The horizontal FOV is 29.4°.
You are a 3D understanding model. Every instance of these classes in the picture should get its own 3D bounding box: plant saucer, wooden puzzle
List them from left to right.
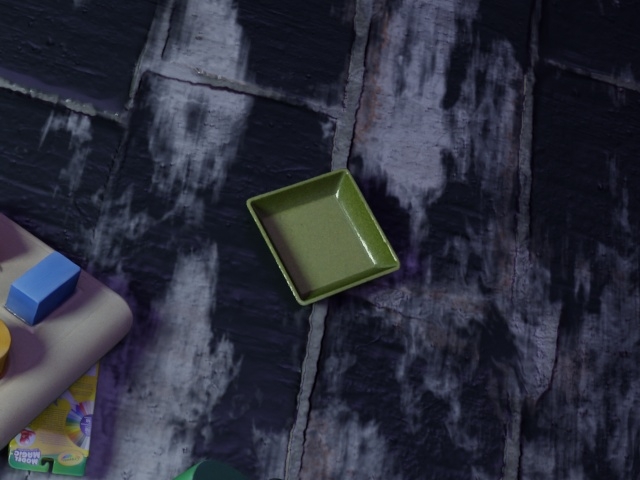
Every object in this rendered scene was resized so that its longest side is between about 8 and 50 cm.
[{"bbox_3d":[-0.453,0.068,1.579,0.348,0.080,0.322,37,40,6],"label":"wooden puzzle"},{"bbox_3d":[0.000,0.000,1.866,0.188,0.045,0.188,-20,71,-28],"label":"plant saucer"}]

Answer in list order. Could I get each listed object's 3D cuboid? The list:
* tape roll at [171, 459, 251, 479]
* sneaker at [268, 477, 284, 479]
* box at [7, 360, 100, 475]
[{"bbox_3d":[-0.088,0.421,1.466,0.077,0.321,0.321,-35,76,10],"label":"tape roll"},{"bbox_3d":[0.029,0.375,1.663,0.234,0.078,0.106,32,54,-6],"label":"sneaker"},{"bbox_3d":[-0.354,0.225,1.618,0.105,0.043,0.179,11,58,-15],"label":"box"}]
